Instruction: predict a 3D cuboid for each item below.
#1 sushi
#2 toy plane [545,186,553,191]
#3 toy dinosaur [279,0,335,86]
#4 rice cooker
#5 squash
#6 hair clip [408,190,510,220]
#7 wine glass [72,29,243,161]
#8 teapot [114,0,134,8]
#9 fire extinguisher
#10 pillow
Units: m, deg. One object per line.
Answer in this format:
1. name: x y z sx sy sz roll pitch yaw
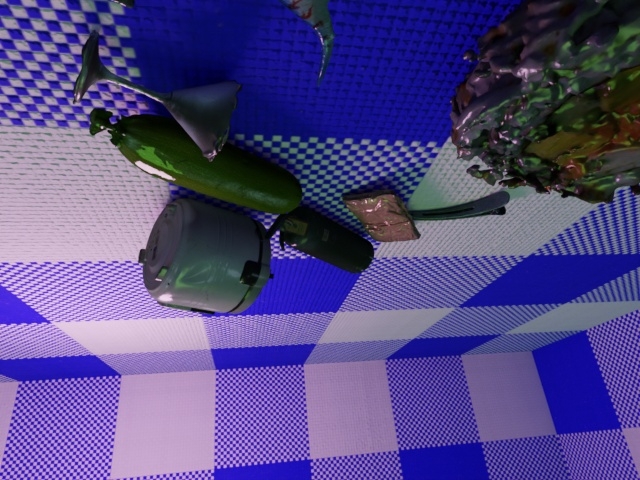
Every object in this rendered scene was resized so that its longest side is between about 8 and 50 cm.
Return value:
1. sushi: 0.366 -0.203 0.567 0.418 0.175 0.417 -5 152 -2
2. toy plane: 0.427 -0.164 0.801 0.135 0.062 0.188 -17 138 21
3. toy dinosaur: -0.017 -0.290 0.430 0.144 0.076 0.329 -7 151 27
4. rice cooker: -0.227 0.039 0.890 0.244 0.226 0.226 14 147 -38
5. squash: -0.178 -0.122 0.708 0.101 0.101 0.379 -28 150 37
6. hair clip: 0.307 -0.065 0.986 0.230 0.039 0.070 -10 155 11
7. wine glass: -0.209 -0.190 0.558 0.183 0.122 0.122 18 146 -31
8. teapot: -0.038 -0.316 0.212 0.344 0.253 0.300 -12 116 18
9. fire extinguisher: 0.000 0.000 0.975 0.095 0.114 0.311 6 165 42
10. pillow: 0.143 -0.047 0.965 0.126 0.043 0.232 -4 155 26
